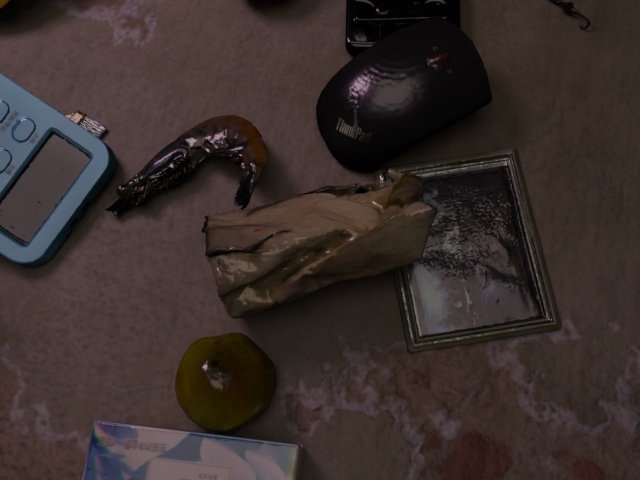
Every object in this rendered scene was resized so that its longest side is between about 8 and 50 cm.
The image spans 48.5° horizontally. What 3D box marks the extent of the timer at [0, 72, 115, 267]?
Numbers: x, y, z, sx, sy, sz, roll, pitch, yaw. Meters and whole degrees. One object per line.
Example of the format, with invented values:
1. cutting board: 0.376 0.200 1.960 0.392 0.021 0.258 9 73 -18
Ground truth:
1. timer: -0.472 -0.110 1.085 0.250 0.091 0.232 32 81 6

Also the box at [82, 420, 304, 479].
1. box: -0.170 0.354 0.928 0.274 0.116 0.203 7 74 3

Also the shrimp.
1. shrimp: -0.195 -0.085 1.064 0.262 0.051 0.198 -34 49 -6

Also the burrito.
1. burrito: 0.001 0.003 1.016 0.332 0.190 0.135 -14 109 0

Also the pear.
1. pear: -0.131 0.191 0.978 0.141 0.104 0.141 0 70 -1

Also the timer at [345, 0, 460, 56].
1. timer: 0.136 -0.373 1.169 0.187 0.055 0.144 1 73 1

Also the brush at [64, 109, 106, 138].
1. brush: -0.456 -0.205 1.157 0.218 0.010 0.082 32 77 10

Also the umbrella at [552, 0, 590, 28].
1. umbrella: 0.394 -0.407 1.190 0.149 0.022 0.022 46 42 14

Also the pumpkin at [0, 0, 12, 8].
1. pumpkin: -0.545 -0.470 1.199 0.312 0.148 0.169 1 112 10

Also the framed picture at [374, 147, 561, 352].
1. framed picture: 0.218 0.007 1.072 0.232 0.019 0.296 -9 73 -1

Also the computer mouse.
1. computer mouse: 0.119 -0.226 1.085 0.269 0.100 0.170 -30 84 1
